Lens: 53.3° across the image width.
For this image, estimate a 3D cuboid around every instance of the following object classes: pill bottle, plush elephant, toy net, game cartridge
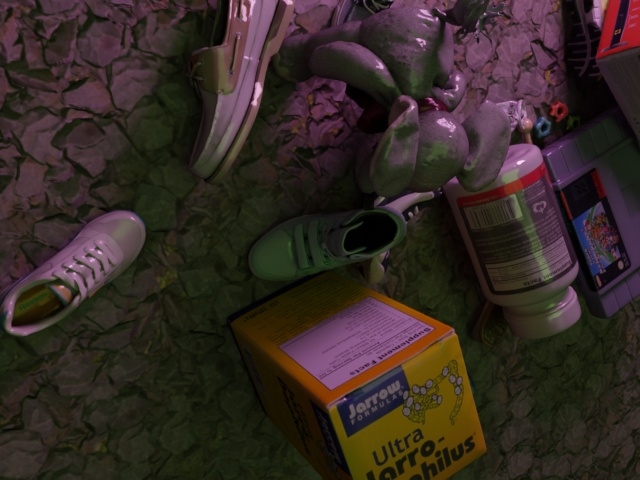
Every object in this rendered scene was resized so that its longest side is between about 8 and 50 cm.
[{"bbox_3d":[0.347,0.006,1.126,0.176,0.176,0.319,-29,104,-20],"label":"pill bottle"},{"bbox_3d":[0.120,-0.173,0.896,0.271,0.330,0.256,5,84,-35],"label":"plush elephant"},{"bbox_3d":[0.424,-0.221,1.215,0.232,0.045,0.122,19,92,-29],"label":"toy net"},{"bbox_3d":[0.558,-0.051,1.235,0.230,0.068,0.355,-32,105,-22],"label":"game cartridge"}]

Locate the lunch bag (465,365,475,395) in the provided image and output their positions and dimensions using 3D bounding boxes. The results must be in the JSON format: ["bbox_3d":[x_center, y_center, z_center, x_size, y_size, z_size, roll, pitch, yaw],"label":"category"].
[{"bbox_3d":[0.167,0.275,1.159,0.219,0.090,0.176,-40,116,-15],"label":"lunch bag"}]

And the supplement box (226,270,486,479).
[{"bbox_3d":[0.035,0.200,0.923,0.194,0.356,0.195,-26,111,-20],"label":"supplement box"}]

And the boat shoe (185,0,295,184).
[{"bbox_3d":[-0.136,-0.231,0.893,0.103,0.113,0.302,22,79,-28],"label":"boat shoe"}]

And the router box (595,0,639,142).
[{"bbox_3d":[0.650,-0.338,1.213,0.335,0.082,0.301,42,58,-32],"label":"router box"}]

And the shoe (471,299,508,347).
[{"bbox_3d":[0.364,0.110,1.253,0.076,0.058,0.219,36,79,-6],"label":"shoe"}]

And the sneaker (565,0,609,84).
[{"bbox_3d":[0.527,-0.405,1.212,0.094,0.081,0.209,-18,110,-30],"label":"sneaker"}]

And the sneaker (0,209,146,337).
[{"bbox_3d":[-0.326,0.047,0.856,0.228,0.092,0.087,-42,114,-15],"label":"sneaker"}]

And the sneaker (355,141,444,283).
[{"bbox_3d":[0.139,-0.046,1.075,0.153,0.094,0.235,-2,91,-18],"label":"sneaker"}]

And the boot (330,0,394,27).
[{"bbox_3d":[0.086,-0.379,0.983,0.069,0.086,0.190,28,87,-29],"label":"boot"}]

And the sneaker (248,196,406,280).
[{"bbox_3d":[0.000,-0.001,0.941,0.255,0.151,0.094,-16,89,7],"label":"sneaker"}]
